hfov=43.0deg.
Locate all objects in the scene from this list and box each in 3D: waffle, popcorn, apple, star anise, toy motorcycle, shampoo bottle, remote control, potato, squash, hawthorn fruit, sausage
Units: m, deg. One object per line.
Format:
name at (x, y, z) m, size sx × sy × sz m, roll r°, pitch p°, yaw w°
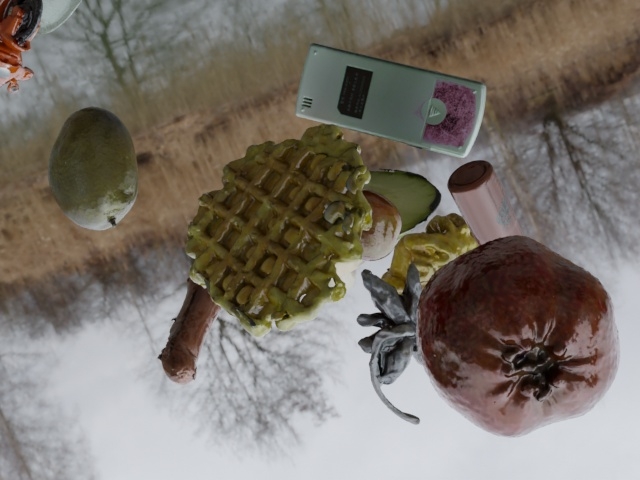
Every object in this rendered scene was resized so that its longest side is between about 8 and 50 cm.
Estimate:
waffle at (-0.053, -0.013, 0.926) m, size 0.262 × 0.280 × 0.060 m, roll -22°, pitch 139°, yaw 31°
popcorn at (0.338, 0.080, 2.233) m, size 0.298 × 0.281 × 0.315 m, roll 15°, pitch 117°, yaw -32°
apple at (0.076, -0.027, 1.394) m, size 0.102 × 0.125 × 0.126 m, roll 14°, pitch 158°, yaw -41°
star anise at (0.205, 0.203, 1.767) m, size 0.316 × 0.359 × 0.139 m, roll -41°, pitch -162°, yaw 5°
toy motorcycle at (-0.595, -0.388, 1.447) m, size 0.148 × 0.326 × 0.221 m, roll 17°, pitch 112°, yaw -50°
shampoo bottle at (0.299, -0.024, 1.383) m, size 0.086 × 0.244 × 0.085 m, roll -25°, pitch -147°, yaw 18°
remote control at (0.128, -0.259, 1.503) m, size 0.344 × 0.145 × 0.050 m, roll 17°, pitch -167°, yaw 11°
potato at (-0.411, -0.122, 1.477) m, size 0.159 × 0.251 × 0.174 m, roll -11°, pitch 151°, yaw -23°
squash at (0.098, -0.079, 1.562) m, size 0.204 × 0.236 × 0.155 m, roll 12°, pitch 124°, yaw -34°
hawthorn fruit at (0.200, 0.089, 0.868) m, size 0.205 × 0.205 × 0.253 m, roll -22°, pitch -166°, yaw 6°
sausage at (-0.221, 0.143, 1.407) m, size 0.078 × 0.078 × 0.304 m, roll -21°, pitch -151°, yaw 19°

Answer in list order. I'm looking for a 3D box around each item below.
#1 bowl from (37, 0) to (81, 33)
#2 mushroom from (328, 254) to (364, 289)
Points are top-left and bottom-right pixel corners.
bowl at (-0.630, -0.641, 1.842) m, size 0.313 × 0.313 × 0.146 m, roll -19°, pitch 148°, yaw 40°
mushroom at (-0.007, -0.019, 2.120) m, size 0.353 × 0.353 × 0.325 m, roll -21°, pitch -176°, yaw 14°
